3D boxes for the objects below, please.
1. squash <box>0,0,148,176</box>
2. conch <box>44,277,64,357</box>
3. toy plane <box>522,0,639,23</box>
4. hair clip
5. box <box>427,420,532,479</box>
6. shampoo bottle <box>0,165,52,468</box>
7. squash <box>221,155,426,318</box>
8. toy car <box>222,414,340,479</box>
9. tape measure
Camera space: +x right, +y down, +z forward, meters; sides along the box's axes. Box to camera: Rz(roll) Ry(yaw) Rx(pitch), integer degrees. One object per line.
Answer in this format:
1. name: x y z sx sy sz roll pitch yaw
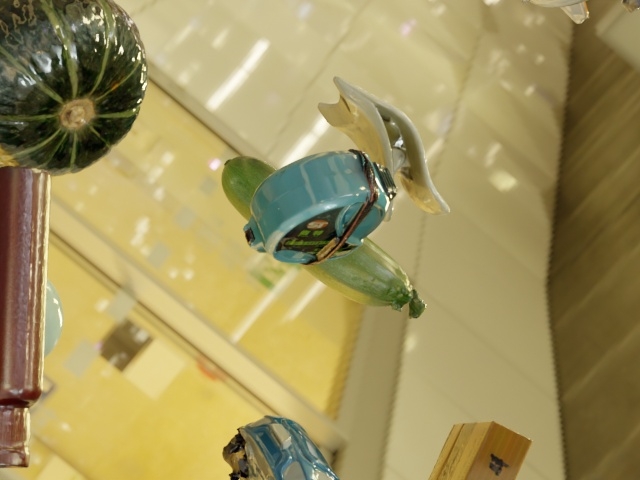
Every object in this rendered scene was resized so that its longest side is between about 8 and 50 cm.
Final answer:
1. squash: -0.330 -0.197 1.671 0.252 0.165 0.252 -26 140 -24
2. conch: -0.399 0.092 1.545 0.221 0.121 0.185 10 115 -48
3. toy plane: 0.243 -0.278 1.225 0.117 0.245 0.245 -49 -174 -22
4. hair clip: 0.113 -0.152 2.357 0.113 0.282 0.172 -24 173 -14
5. box: 0.208 0.334 1.919 0.152 0.070 0.237 -64 -175 -11
6. shampoo bottle: -0.281 0.069 1.210 0.102 0.064 0.260 -12 -107 45
7. squash: 0.000 0.000 2.084 0.101 0.379 0.101 -53 175 -7
8. toy car: -0.017 0.351 1.689 0.166 0.314 0.198 -15 -147 -20
9. tape measure: -0.002 -0.028 1.299 0.125 0.081 0.146 -2 150 -38
